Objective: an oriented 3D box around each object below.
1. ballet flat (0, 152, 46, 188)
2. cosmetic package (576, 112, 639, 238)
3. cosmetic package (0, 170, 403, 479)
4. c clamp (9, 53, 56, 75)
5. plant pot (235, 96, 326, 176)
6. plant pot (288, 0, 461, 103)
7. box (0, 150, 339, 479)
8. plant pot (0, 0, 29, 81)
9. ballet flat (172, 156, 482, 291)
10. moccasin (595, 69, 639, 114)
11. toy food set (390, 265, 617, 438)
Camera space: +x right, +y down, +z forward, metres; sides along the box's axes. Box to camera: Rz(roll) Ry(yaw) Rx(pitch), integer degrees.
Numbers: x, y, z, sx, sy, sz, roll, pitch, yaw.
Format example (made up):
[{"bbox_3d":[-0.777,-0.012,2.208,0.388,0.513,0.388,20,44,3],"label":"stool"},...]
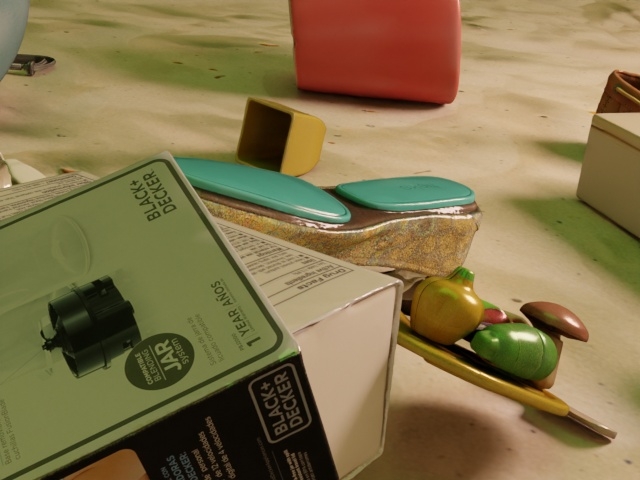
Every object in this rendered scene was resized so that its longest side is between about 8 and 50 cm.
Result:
[{"bbox_3d":[-0.310,-0.047,0.948,0.248,0.086,0.086,24,29,36],"label":"ballet flat"},{"bbox_3d":[0.435,-0.043,1.072,0.160,0.113,0.309,-4,24,-21],"label":"cosmetic package"},{"bbox_3d":[-0.113,0.059,0.639,0.296,0.129,0.153,19,25,35],"label":"cosmetic package"},{"bbox_3d":[-0.486,-0.266,1.492,0.161,0.022,0.137,1,19,-7],"label":"c clamp"},{"bbox_3d":[-0.040,-0.123,1.193,0.081,0.081,0.083,25,18,38],"label":"plant pot"},{"bbox_3d":[0.075,-0.337,1.508,0.243,0.275,0.275,-5,24,-1],"label":"plant pot"},{"bbox_3d":[-0.160,0.087,0.419,0.290,0.087,0.169,-25,41,-13],"label":"box"},{"bbox_3d":[-0.508,-0.259,1.240,0.293,0.196,0.293,3,23,-1],"label":"plant pot"},{"bbox_3d":[0.000,0.000,0.835,0.349,0.123,0.123,1,21,-40],"label":"ballet flat"},{"bbox_3d":[0.538,-0.137,1.265,0.139,0.147,0.380,-16,32,-41],"label":"moccasin"},{"bbox_3d":[0.124,0.063,0.693,0.218,0.071,0.128,25,2,-42],"label":"toy food set"}]
